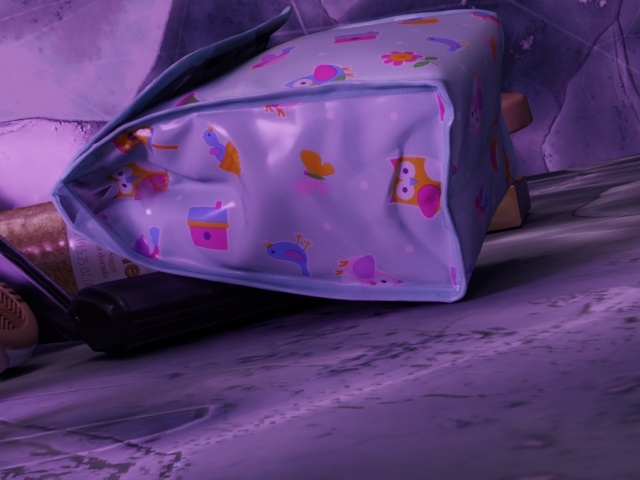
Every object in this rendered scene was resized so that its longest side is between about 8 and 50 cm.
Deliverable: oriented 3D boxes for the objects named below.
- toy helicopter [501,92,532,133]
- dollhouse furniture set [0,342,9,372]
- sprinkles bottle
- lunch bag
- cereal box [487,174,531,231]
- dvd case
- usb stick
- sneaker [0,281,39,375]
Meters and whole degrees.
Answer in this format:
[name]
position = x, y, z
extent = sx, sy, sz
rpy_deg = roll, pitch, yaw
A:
[toy helicopter]
position = 0.052, -0.089, 1.151
extent = 0.355, 0.140, 0.235
rpy_deg = -16, 13, -2
[dollhouse furniture set]
position = -0.247, -0.006, 0.505
extent = 0.135, 0.262, 0.259
rpy_deg = -14, -31, -6
[sprinkles bottle]
position = -0.130, -0.003, 1.002
extent = 0.355, 0.121, 0.121
rpy_deg = -12, 3, 3
[lunch bag]
position = -0.017, -0.064, 0.722
extent = 0.262, 0.160, 0.223
rpy_deg = 0, 21, 19
[cereal box]
position = 0.142, -0.032, 1.213
extent = 0.173, 0.047, 0.240
rpy_deg = -10, 4, 15
[dvd case]
position = -0.290, 0.011, 0.818
extent = 0.164, 0.221, 0.018
rpy_deg = -9, 45, 41
[usb stick]
position = -0.038, 0.028, 0.761
extent = 0.278, 0.045, 0.077
rpy_deg = -13, 7, -37
[sneaker]
position = -0.330, 0.072, 0.753
extent = 0.282, 0.153, 0.099
rpy_deg = 21, 10, 16
